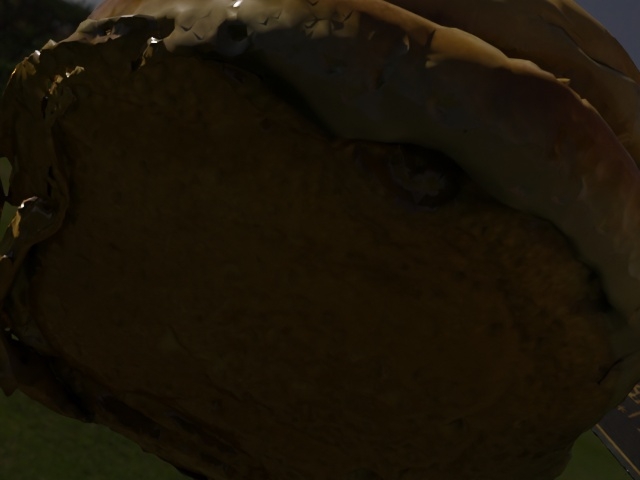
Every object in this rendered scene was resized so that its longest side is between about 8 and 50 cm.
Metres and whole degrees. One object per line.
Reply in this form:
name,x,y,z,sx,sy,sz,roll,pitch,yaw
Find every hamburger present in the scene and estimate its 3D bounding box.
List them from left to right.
hamburger,0.000,0.000,0.490,0.318,0.158,0.319,7,-44,7

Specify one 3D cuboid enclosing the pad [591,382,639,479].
pad,0.280,0.102,0.964,0.314,0.063,0.375,-10,49,-39
